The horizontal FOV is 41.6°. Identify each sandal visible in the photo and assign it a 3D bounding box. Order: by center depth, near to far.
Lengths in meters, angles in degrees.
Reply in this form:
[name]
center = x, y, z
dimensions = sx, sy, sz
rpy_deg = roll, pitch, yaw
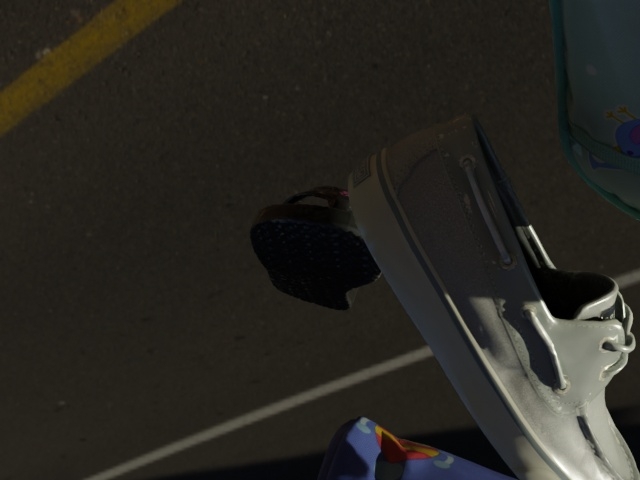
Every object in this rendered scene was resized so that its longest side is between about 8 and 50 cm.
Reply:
[sandal]
center = -0.002, 0.000, 1.123
dimensions = 0.167, 0.107, 0.446
rpy_deg = 18, 167, 0

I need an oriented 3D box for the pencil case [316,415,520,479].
[pencil case]
center = 0.126, 0.210, 0.476
dimensions = 0.306, 0.133, 0.119
rpy_deg = 18, 163, 16

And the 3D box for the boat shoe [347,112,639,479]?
[boat shoe]
center = 0.104, 0.043, 0.399
dimensions = 0.081, 0.079, 0.228
rpy_deg = -30, 104, 24

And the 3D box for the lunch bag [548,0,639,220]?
[lunch bag]
center = 0.225, -0.066, 0.306
dimensions = 0.279, 0.108, 0.224
rpy_deg = 25, 152, 32
